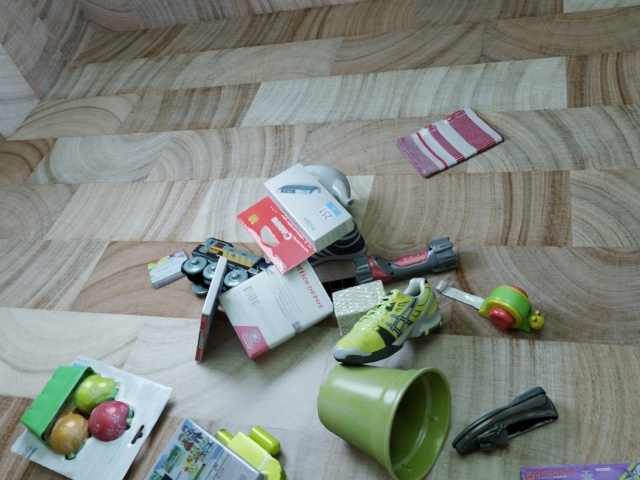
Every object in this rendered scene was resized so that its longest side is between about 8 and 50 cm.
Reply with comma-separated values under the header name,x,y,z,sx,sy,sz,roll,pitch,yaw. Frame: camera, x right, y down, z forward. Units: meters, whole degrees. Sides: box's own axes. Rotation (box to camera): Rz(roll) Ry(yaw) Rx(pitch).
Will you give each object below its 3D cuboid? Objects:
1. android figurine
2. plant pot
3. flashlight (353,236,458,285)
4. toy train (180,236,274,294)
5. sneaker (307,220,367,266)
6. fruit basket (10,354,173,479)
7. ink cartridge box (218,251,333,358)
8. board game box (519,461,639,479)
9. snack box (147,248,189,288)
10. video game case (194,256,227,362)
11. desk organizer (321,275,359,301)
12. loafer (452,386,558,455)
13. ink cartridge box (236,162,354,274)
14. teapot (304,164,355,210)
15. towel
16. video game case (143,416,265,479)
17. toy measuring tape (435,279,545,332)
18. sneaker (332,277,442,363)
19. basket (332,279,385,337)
name,x,y,z,sx,sy,sz,roll,pitch,yaw
android figurine,-0.203,0.602,1.554,0.272,0.056,0.248,26,61,38
plant pot,0.140,0.415,1.487,0.253,0.276,0.276,9,51,40
flashlight,0.257,0.062,1.864,0.303,0.103,0.103,-17,42,5
toy train,-0.301,0.101,2.003,0.333,0.142,0.190,15,46,30
sneaker,0.000,0.000,1.970,0.281,0.153,0.099,-9,49,11
fruit basket,-0.647,0.518,1.747,0.352,0.166,0.327,17,55,12
ink cartridge box,-0.129,0.195,1.806,0.282,0.117,0.207,-28,78,-9
board game box,0.619,0.583,1.294,0.346,0.056,0.208,-7,51,13
snack box,-0.531,0.099,2.145,0.141,0.037,0.100,-25,47,-4
video game case,-0.328,0.210,1.815,0.025,0.285,0.204,15,50,-4
desk organizer,0.054,0.153,1.883,0.130,0.050,0.047,-12,46,9
loafer,0.444,0.446,1.451,0.267,0.096,0.084,-28,51,-10
ink cartridge box,-0.087,-0.073,1.838,0.261,0.066,0.296,-33,54,-13
teapot,-0.017,-0.118,2.049,0.252,0.256,0.187,-1,62,0
towel,0.470,-0.367,2.235,0.328,0.037,0.237,-25,46,-5
video game case,-0.330,0.650,1.503,0.299,0.036,0.329,21,72,38
toy measuring tape,0.465,0.159,1.692,0.330,0.121,0.121,24,60,35
sneaker,0.168,0.215,1.624,0.384,0.147,0.145,-21,11,-42
basket,0.124,0.198,1.775,0.167,0.103,0.113,-15,40,5
